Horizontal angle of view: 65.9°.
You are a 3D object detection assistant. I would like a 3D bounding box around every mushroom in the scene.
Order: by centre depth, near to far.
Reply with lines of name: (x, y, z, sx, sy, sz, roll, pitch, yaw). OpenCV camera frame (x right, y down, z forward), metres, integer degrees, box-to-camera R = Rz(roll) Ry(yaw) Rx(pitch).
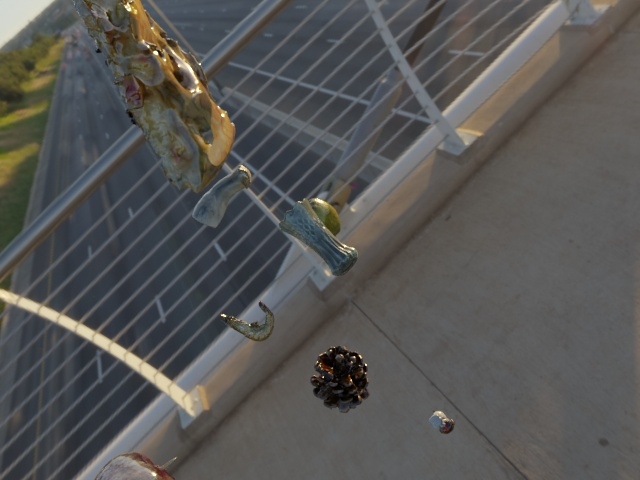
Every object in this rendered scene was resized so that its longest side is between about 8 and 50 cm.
mushroom: (-0.302, -0.140, 1.533, 0.092, 0.081, 0.223, 37, 83, 33)

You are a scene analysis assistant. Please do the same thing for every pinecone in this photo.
pinecone: (0.056, 0.400, 1.435, 0.179, 0.195, 0.150, 27, 33, 31)

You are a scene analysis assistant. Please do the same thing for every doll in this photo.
doll: (0.275, 0.412, 1.115, 0.040, 0.085, 0.058, -46, 74, 1)

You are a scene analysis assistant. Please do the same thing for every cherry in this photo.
cherry: (-0.480, 0.676, 1.257, 0.255, 0.218, 0.296, 14, 58, 37)

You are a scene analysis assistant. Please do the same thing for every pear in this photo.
pear: (-0.003, -0.053, 1.363, 0.107, 0.131, 0.107, -39, 24, 21)

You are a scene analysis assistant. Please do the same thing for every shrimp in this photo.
shrimp: (-0.147, 0.157, 1.014, 0.023, 0.114, 0.083, -80, 15, -84)

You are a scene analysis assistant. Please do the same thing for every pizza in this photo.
pizza: (-0.203, -0.214, 0.624, 0.071, 0.297, 0.189, -21, 24, 24)

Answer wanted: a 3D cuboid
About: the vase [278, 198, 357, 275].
vase: (0.000, 0.000, 0.917, 0.081, 0.081, 0.148, -45, 75, -5)
